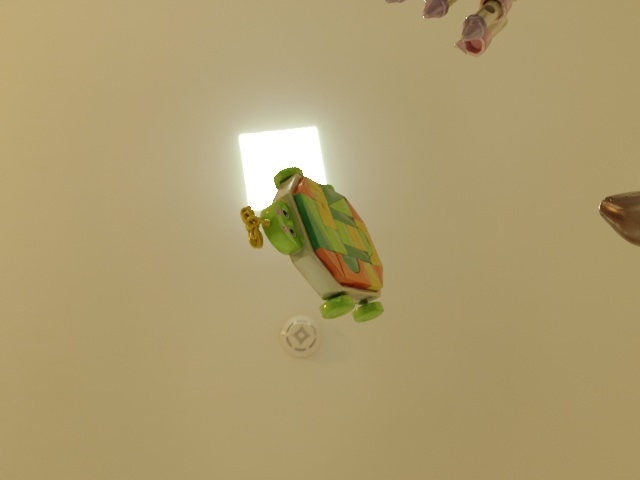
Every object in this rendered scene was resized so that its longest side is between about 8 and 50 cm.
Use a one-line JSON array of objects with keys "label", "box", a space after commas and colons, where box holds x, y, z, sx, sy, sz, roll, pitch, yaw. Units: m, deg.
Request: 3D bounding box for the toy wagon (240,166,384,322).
[{"label": "toy wagon", "box": [0.000, 0.000, 0.876, 0.068, 0.344, 0.267, -30, -113, 21]}]

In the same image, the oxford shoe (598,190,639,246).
[{"label": "oxford shoe", "box": [0.606, -0.038, 0.892, 0.363, 0.132, 0.130, 6, -70, -41]}]

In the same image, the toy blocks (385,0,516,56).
[{"label": "toy blocks", "box": [0.292, -0.572, 1.125, 0.288, 0.309, 0.260, 44, -111, 7]}]
